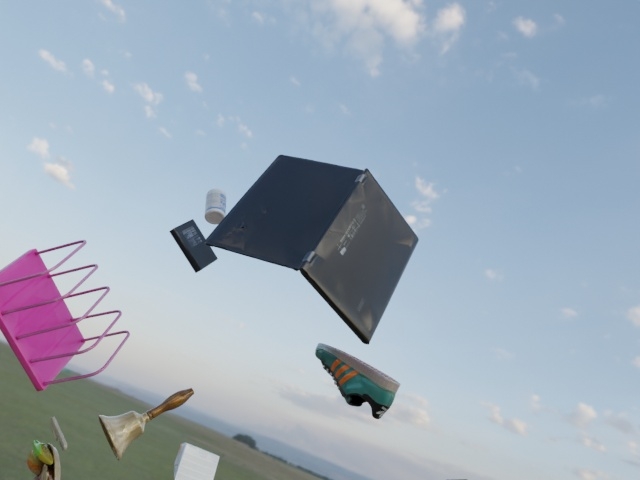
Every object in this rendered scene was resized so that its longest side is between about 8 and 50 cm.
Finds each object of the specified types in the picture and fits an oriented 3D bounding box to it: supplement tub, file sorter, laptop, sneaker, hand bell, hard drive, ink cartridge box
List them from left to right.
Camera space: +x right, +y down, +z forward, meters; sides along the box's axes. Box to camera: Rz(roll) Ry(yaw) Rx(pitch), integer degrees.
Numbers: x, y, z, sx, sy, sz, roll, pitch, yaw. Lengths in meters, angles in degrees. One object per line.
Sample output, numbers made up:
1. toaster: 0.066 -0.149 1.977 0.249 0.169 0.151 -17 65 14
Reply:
1. file sorter: -0.620 0.172 1.245 0.182 0.202 0.291 -13 -68 10
2. hand bell: -0.452 0.468 1.383 0.126 0.241 0.126 32 -46 41
3. ink cartridge box: -0.432 0.797 1.732 0.145 0.180 0.045 36 -41 -27
4. hard drive: -0.351 0.014 1.430 0.022 0.094 0.135 -28 -84 29
5. supplement tub: -0.350 -0.113 1.714 0.070 0.107 0.071 -4 -40 -3
6. laptop: 0.000 0.000 1.330 0.236 0.382 0.408 -18 -60 46
7. sneaker: 0.077 0.384 1.426 0.302 0.121 0.108 20 -10 47

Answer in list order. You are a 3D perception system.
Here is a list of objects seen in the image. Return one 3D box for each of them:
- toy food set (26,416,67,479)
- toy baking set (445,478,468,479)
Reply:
1. toy food set: -0.536 0.455 0.987 0.038 0.192 0.132 9 4 -40
2. toy baking set: 0.338 0.746 1.406 0.030 0.197 0.256 38 -31 -8
